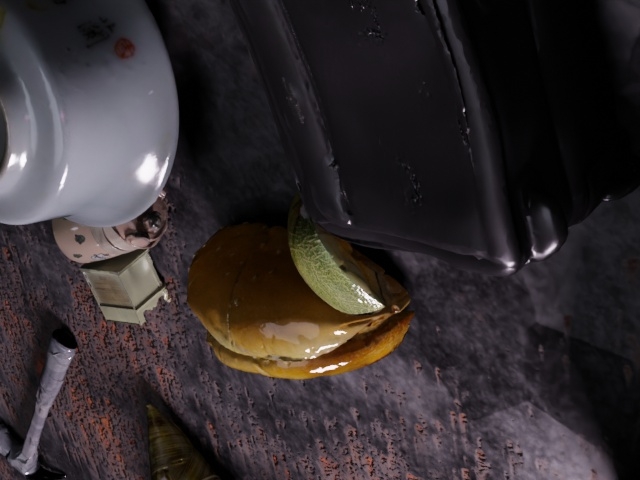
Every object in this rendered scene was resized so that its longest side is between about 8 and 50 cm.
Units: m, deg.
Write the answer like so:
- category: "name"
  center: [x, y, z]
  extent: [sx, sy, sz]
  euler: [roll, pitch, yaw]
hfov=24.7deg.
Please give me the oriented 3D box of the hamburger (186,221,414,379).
- category: "hamburger"
  center: [-0.040, 0.071, 1.581]
  extent: [0.283, 0.156, 0.144]
  euler: [12, 130, 41]

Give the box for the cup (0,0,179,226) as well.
- category: "cup"
  center: [-0.334, -0.156, 1.602]
  extent: [0.347, 0.163, 0.347]
  euler: [19, 121, 35]

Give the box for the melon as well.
- category: "melon"
  center: [0.000, 0.000, 1.453]
  extent: [0.079, 0.160, 0.128]
  euler: [-27, 141, 22]

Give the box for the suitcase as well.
- category: "suitcase"
  center: [0.076, -0.157, 1.258]
  extent: [0.339, 0.188, 0.345]
  euler: [13, 133, 45]

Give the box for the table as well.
- category: "table"
  center: [-0.244, 0.054, 1.847]
  extent: [0.079, 0.062, 0.083]
  euler: [4, 125, 43]

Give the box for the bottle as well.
- category: "bottle"
  center: [-0.242, -0.029, 1.752]
  extent: [0.152, 0.099, 0.099]
  euler: [-13, 113, 40]

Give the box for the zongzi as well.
- category: "zongzi"
  center: [-0.203, 0.370, 2.079]
  extent: [0.241, 0.111, 0.248]
  euler: [60, 152, 15]

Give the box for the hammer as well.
- category: "hammer"
  center: [-0.433, 0.251, 2.232]
  extent: [0.152, 0.044, 0.427]
  euler: [39, 142, 11]
